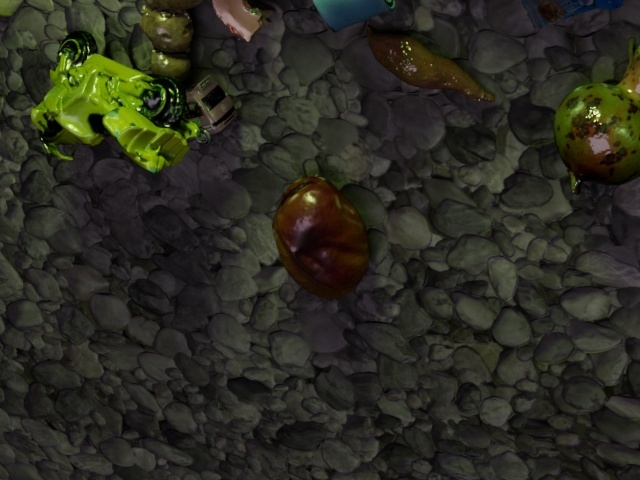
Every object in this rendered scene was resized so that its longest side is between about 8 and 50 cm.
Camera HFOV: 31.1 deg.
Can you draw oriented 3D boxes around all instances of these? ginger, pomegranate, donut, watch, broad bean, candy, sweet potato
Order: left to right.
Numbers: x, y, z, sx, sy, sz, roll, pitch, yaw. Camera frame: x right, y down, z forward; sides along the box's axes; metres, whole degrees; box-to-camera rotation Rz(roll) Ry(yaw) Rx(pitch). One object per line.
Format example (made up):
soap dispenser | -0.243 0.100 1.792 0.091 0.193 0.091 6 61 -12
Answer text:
ginger | -0.237 -0.338 1.816 0.104 0.080 0.204 16 129 3
donut | -0.113 -0.387 1.736 0.117 0.065 0.166 31 130 -4
broad bean | 0.002 -0.002 1.947 0.156 0.122 0.228 -20 125 5
watch | 0.039 -0.378 1.578 0.211 0.193 0.211 3 125 4
sweet potato | 0.159 -0.255 1.722 0.226 0.068 0.068 28 131 0
candy | 0.341 -0.344 1.596 0.136 0.038 0.088 -9 135 37
pomegranate | 0.423 -0.171 1.620 0.156 0.156 0.220 35 127 -5

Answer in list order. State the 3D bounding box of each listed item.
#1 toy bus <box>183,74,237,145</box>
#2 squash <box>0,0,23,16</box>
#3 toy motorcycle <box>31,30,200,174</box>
toy bus | -0.234 -0.208 1.911 0.178 0.087 0.098 -9 115 31
squash | -0.561 -0.509 1.867 0.204 0.155 0.237 9 138 -32
toy motorcycle | -0.348 -0.205 1.841 0.342 0.142 0.206 29 106 38
